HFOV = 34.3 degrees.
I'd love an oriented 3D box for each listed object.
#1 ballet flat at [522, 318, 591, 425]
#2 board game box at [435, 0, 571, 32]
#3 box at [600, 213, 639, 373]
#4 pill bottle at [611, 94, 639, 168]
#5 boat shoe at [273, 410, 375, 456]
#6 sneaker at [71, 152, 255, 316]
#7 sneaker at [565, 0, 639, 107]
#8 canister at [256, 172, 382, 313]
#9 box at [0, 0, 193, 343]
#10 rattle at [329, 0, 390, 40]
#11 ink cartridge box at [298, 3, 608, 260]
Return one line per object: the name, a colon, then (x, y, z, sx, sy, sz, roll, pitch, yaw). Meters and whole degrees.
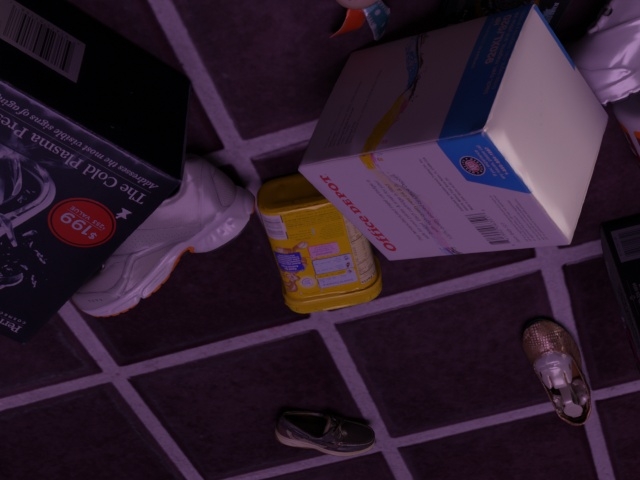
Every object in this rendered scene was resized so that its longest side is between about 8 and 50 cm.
ballet flat: (0.341, 0.192, 1.458, 0.073, 0.067, 0.206, -23, 130, 18)
board game box: (0.192, -0.260, 1.005, 0.126, 0.026, 0.186, 1, 156, -7)
box: (0.448, 0.090, 1.244, 0.163, 0.247, 0.142, -15, 131, 11)
pill bottle: (0.414, -0.100, 1.151, 0.121, 0.121, 0.221, -24, 131, 18)
boat shoe: (0.009, 0.282, 1.531, 0.152, 0.056, 0.049, 5, 138, -8)
sneaker: (-0.210, -0.014, 1.225, 0.262, 0.099, 0.121, -34, 119, 16)
sneaker: (0.337, -0.241, 1.046, 0.297, 0.111, 0.129, -33, 109, 22)
canister: (0.000, 0.000, 1.254, 0.126, 0.073, 0.169, -11, 132, 6)
box: (-0.362, -0.101, 1.065, 0.343, 0.179, 0.312, 30, 126, -27)
rattle: (0.062, -0.247, 0.986, 0.130, 0.142, 0.199, 2, 130, -31)
ink cartridge box: (0.133, -0.100, 1.046, 0.233, 0.168, 0.171, -6, 140, 43)
